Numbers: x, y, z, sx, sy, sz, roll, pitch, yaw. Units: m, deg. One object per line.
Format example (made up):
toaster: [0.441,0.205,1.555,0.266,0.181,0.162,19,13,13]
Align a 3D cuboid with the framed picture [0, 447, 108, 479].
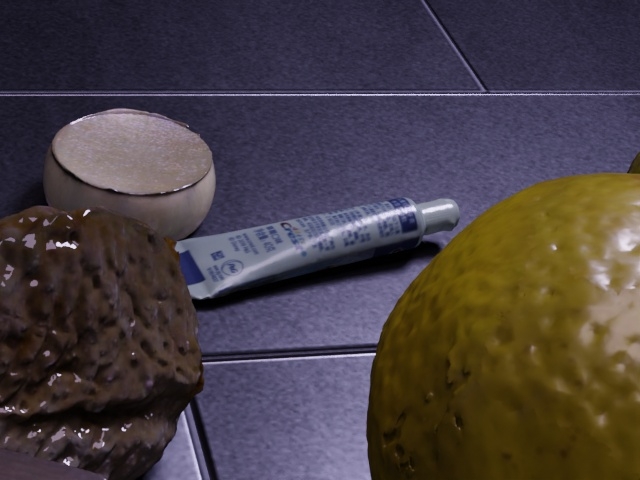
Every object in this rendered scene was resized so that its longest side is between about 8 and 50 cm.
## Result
framed picture: [-0.159,0.153,0.609,0.128,0.168,0.023,14,35,5]

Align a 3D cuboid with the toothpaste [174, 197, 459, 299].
toothpaste: [0.000,0.000,0.987,0.216,0.037,0.062,-12,41,-23]

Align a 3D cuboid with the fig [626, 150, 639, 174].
fig: [0.302,-0.007,1.019,0.142,0.186,0.148,-39,18,4]

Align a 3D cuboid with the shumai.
shumai: [-0.181,0.058,0.786,0.206,0.166,0.175,-3,8,-38]

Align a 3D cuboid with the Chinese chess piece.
Chinese chess piece: [-0.135,-0.044,1.003,0.122,0.051,0.122,8,33,-5]

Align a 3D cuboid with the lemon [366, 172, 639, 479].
lemon: [0.146,0.090,0.712,0.267,0.267,0.267,7,35,-5]
